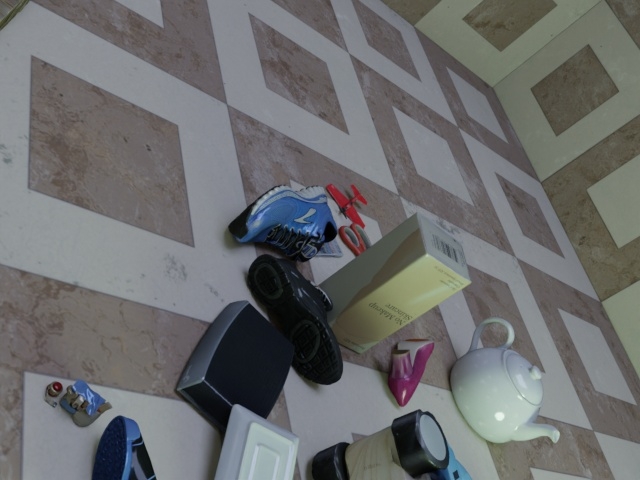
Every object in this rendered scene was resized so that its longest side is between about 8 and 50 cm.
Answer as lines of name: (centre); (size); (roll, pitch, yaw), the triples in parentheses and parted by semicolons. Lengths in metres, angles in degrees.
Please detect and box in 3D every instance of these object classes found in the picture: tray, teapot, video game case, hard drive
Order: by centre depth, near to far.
tray: (-0.099, 0.392, 1.134); (0.145, 0.030, 0.270); (35, 46, -27)
hard drive: (-0.133, 0.219, 1.305); (0.172, 0.054, 0.254); (46, 30, -11)
video game case: (0.000, 0.000, 1.776); (0.122, 0.011, 0.087); (3, 56, -53)
teapot: (0.454, 0.354, 1.845); (0.256, 0.187, 0.252); (47, 29, -7)

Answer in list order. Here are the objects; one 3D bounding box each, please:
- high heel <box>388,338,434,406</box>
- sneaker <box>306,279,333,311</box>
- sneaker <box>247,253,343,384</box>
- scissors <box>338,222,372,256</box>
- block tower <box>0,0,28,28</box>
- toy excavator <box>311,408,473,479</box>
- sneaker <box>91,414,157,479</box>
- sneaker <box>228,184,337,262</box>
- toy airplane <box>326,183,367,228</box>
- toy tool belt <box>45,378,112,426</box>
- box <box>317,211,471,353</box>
high heel: (0.212, 0.293, 1.714); (0.244, 0.082, 0.117); (-11, 98, -72)
sneaker: (-0.006, 0.112, 1.579); (0.044, 0.040, 0.109); (9, 24, -48)
sneaker: (-0.027, 0.148, 1.488); (0.130, 0.109, 0.286); (0, 60, -62)
scissors: (0.130, 0.079, 1.860); (0.109, 0.021, 0.297); (7, 50, -54)
block tower: (-0.588, -0.455, 1.374); (0.097, 0.091, 0.335); (38, 33, -21)
toy excavator: (0.231, 0.550, 1.326); (0.445, 0.222, 0.432); (31, 36, -47)
sneaker: (-0.242, 0.350, 0.993); (0.090, 0.081, 0.232); (25, 46, -43)
sneaker: (-0.059, -0.030, 1.607); (0.330, 0.130, 0.147); (-13, 68, -55)
toy airplane: (0.082, -0.099, 1.982); (0.151, 0.028, 0.151); (36, 34, -29)
toy tool belt: (-0.331, 0.215, 1.037); (0.083, 0.051, 0.052); (43, 30, -15)
box: (0.141, 0.094, 1.563); (0.148, 0.311, 0.121); (30, 36, -31)
